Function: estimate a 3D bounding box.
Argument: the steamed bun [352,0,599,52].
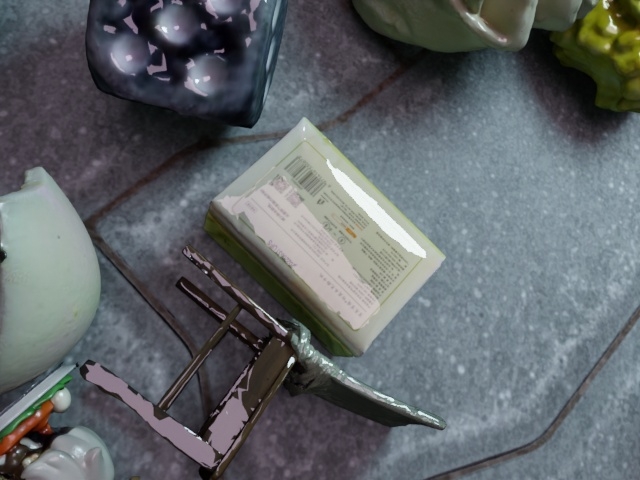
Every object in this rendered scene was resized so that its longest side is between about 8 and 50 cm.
[{"bbox_3d":[0.218,-0.424,0.706,0.352,0.247,0.339,26,66,40],"label":"steamed bun"}]

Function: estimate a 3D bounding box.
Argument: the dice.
[{"bbox_3d":[-0.140,-0.230,0.615,0.181,0.182,0.183,14,102,-5],"label":"dice"}]

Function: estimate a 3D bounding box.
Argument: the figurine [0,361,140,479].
[{"bbox_3d":[-0.246,0.213,0.538,0.132,0.132,0.153,-42,97,-20],"label":"figurine"}]

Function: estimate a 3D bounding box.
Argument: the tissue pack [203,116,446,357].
[{"bbox_3d":[0.000,0.000,0.646,0.234,0.125,0.159,44,71,0],"label":"tissue pack"}]

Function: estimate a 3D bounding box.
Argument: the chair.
[{"bbox_3d":[-0.057,0.169,0.573,0.319,0.160,0.186,37,65,-1],"label":"chair"}]

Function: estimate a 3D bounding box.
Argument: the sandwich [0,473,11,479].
[{"bbox_3d":[-0.309,0.286,0.544,0.067,0.029,0.135,-19,81,-12],"label":"sandwich"}]

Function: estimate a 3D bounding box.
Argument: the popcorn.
[{"bbox_3d":[0.458,-0.336,0.799,0.242,0.235,0.250,-41,75,-2],"label":"popcorn"}]

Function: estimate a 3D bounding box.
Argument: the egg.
[{"bbox_3d":[-0.317,0.044,0.540,0.271,0.162,0.206,-8,90,27],"label":"egg"}]
